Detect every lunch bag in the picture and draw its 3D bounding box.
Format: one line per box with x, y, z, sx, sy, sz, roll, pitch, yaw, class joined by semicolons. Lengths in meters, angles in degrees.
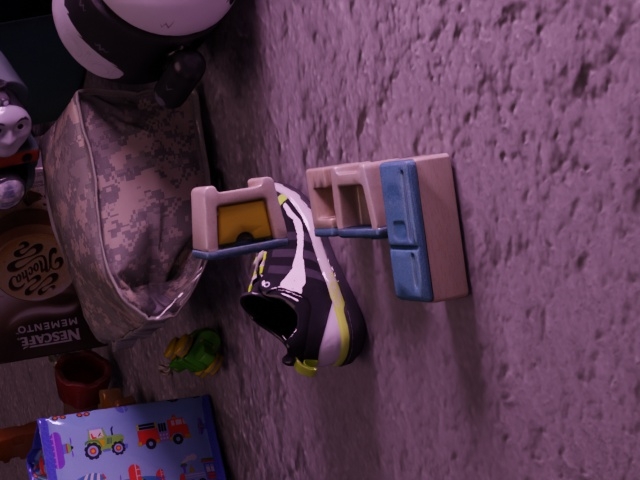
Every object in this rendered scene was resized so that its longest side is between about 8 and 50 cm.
-0.224;-0.021;1.722;0.235;0.169;0.287;154;109;-66;lunch bag
-0.219;0.358;1.772;0.138;0.221;0.293;118;140;-54;lunch bag

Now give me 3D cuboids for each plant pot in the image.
-0.430;-0.280;2.070;0.234;0.165;0.166;102;147;-47;plant pot

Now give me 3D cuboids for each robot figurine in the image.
-0.185;-0.269;1.544;0.209;0.173;0.278;37;156;-10;robot figurine

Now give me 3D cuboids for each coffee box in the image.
-0.407;0.012;2.056;0.119;0.168;0.297;-114;15;-60;coffee box

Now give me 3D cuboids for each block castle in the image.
-0.363;0.348;2.004;0.453;0.303;0.213;51;142;44;block castle

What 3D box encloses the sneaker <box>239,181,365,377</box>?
-0.038;0.033;1.433;0.235;0.097;0.084;60;148;36;sneaker

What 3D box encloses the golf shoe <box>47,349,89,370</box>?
-0.398;0.126;2.293;0.086;0.069;0.176;-102;18;-56;golf shoe

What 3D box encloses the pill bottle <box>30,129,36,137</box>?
-0.518;-0.084;2.274;0.361;0.204;0.204;50;142;46;pill bottle

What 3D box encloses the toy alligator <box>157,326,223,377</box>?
-0.160;0.136;1.793;0.051;0.056;0.189;-62;15;-19;toy alligator

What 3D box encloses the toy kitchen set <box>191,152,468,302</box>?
0.000;0.000;1.258;0.207;0.166;0.122;0;99;65;toy kitchen set

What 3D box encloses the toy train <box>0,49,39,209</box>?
-0.456;-0.188;1.829;0.334;0.142;0.190;52;143;37;toy train
